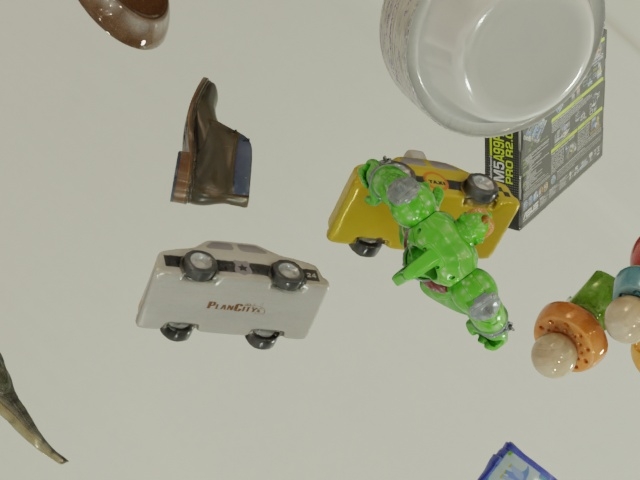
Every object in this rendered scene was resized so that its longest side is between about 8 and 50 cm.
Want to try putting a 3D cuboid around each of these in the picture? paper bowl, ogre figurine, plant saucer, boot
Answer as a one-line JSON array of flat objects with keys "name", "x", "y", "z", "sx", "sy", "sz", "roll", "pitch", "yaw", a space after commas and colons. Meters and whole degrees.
[{"name": "paper bowl", "x": 0.229, "y": -0.263, "z": 1.961, "sx": 0.284, "sy": 0.284, "sz": 0.148, "roll": -47, "pitch": -145, "yaw": 6}, {"name": "ogre figurine", "x": 0.104, "y": 0.011, "z": 1.352, "sx": 0.097, "sy": 0.197, "sz": 0.118, "roll": -16, "pitch": 179, "yaw": -2}, {"name": "plant saucer", "x": -0.277, "y": -0.362, "z": 2.194, "sx": 0.036, "sy": 0.198, "sz": 0.198, "roll": -31, "pitch": -179, "yaw": 30}, {"name": "boot", "x": -0.139, "y": -0.129, "z": 2.138, "sx": 0.082, "sy": 0.106, "sz": 0.219, "roll": 107, "pitch": -7, "yaw": -53}]

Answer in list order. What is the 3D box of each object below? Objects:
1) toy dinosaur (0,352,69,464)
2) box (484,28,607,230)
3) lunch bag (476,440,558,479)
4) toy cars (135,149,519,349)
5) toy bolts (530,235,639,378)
[{"name": "toy dinosaur", "x": -0.452, "y": 0.207, "z": 2.068, "sx": 0.118, "sy": 0.268, "sz": 0.064, "roll": -27, "pitch": 163, "yaw": -28}, {"name": "box", "x": 0.329, "y": -0.169, "z": 2.267, "sx": 0.270, "sy": 0.060, "sz": 0.216, "roll": -38, "pitch": 134, "yaw": -43}, {"name": "lunch bag", "x": 0.192, "y": 0.282, "z": 1.491, "sx": 0.129, "sy": 0.151, "sz": 0.096, "roll": -53, "pitch": -156, "yaw": -5}, {"name": "toy cars", "x": 0.000, "y": 0.000, "z": 1.563, "sx": 0.393, "sy": 0.087, "sz": 0.176, "roll": -24, "pitch": 136, "yaw": 5}, {"name": "toy bolts", "x": 0.395, "y": 0.123, "z": 1.977, "sx": 0.158, "sy": 0.218, "sz": 0.228, "roll": -44, "pitch": 171, "yaw": -39}]
